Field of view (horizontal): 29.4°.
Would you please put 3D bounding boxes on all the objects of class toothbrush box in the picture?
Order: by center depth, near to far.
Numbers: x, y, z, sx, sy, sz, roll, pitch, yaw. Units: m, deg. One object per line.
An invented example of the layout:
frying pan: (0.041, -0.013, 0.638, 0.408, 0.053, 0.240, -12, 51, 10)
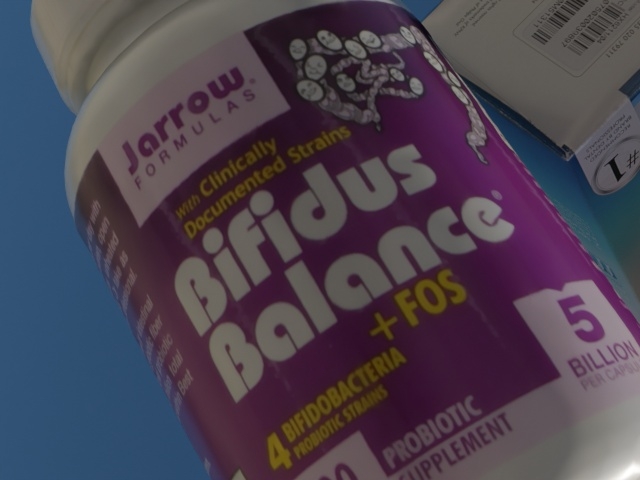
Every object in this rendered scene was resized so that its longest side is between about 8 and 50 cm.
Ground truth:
toothbrush box: (0.207, -0.078, 0.687, 0.216, 0.295, 0.126, -44, -126, -2)

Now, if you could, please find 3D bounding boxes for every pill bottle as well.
pill bottle: (0.000, 0.000, 0.493, 0.169, 0.169, 0.301, -45, -115, 28)
